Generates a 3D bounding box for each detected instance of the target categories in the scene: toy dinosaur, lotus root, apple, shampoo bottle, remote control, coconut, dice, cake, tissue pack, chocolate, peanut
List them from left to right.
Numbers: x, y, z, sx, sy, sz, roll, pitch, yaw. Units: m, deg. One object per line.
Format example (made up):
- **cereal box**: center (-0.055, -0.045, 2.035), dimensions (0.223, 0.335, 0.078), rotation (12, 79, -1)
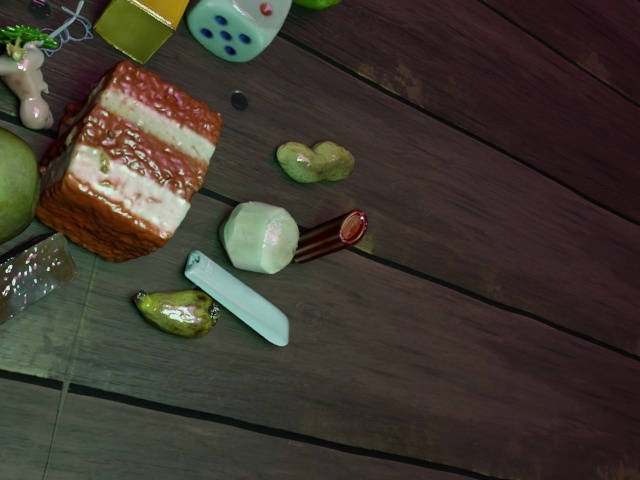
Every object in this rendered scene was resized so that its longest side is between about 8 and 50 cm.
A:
- **apple**: center (-0.625, -0.092, 1.393), dimensions (0.233, 0.257, 0.257), rotation (9, 72, -16)
- **chocolate**: center (-0.611, 0.104, 1.461), dimensions (0.321, 0.111, 0.112), rotation (-37, 110, -38)
- **toy dinosaur**: center (-0.612, -0.323, 1.565), dimensions (0.194, 0.152, 0.177), rotation (48, 42, -70)
- **cake**: center (-0.395, -0.150, 1.574), dimensions (0.270, 0.269, 0.320), rotation (30, 61, -27)
- **tissue pack**: center (-0.373, -0.567, 1.754), dimensions (0.145, 0.194, 0.275), rotation (29, 61, -22)
- **lotus root**: center (-0.314, 0.149, 1.674), dimensions (0.190, 0.094, 0.108), rotation (12, 42, -24)
- **dice**: center (-0.195, -0.560, 1.879), dimensions (0.191, 0.194, 0.193), rotation (31, 60, -25)
- **remote control**: center (-0.180, 0.128, 1.774), dimensions (0.293, 0.051, 0.103), rotation (38, 21, -20)
- **coconut**: center (-0.148, -0.008, 1.797), dimensions (0.171, 0.182, 0.171), rotation (-40, 136, -54)
- **peanut**: center (-0.010, -0.198, 1.983), dimensions (0.229, 0.098, 0.103), rotation (-4, 39, -38)
- **shampoo bottle**: center (0.000, 0.000, 1.832), dimensions (0.064, 0.260, 0.102), rotation (46, 55, -17)

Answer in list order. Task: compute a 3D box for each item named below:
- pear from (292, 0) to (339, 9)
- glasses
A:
- **pear**: center (-0.036, -0.716, 2.000), dimensions (0.342, 0.318, 0.239), rotation (13, 75, 13)
- **glasses**: center (-0.528, -0.456, 1.661), dimensions (0.140, 0.103, 0.063), rotation (-39, 100, -40)
